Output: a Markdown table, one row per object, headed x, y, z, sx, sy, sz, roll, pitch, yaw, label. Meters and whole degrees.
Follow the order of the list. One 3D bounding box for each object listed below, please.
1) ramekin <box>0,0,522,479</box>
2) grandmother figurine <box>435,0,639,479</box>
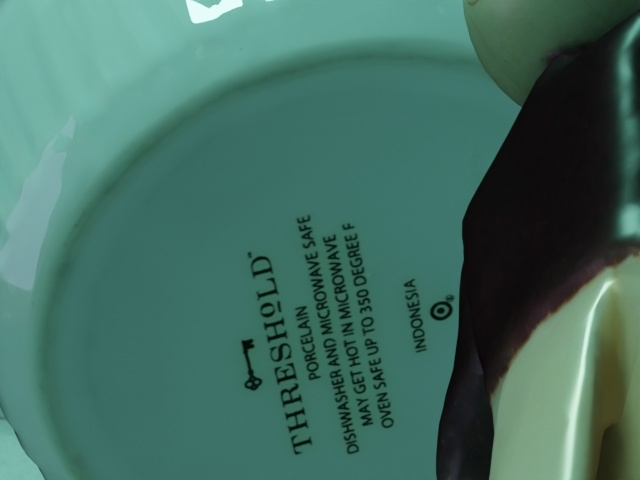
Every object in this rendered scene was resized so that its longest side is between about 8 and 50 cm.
| x | y | z | sx | sy | sz | roll | pitch | yaw | label |
| --- | --- | --- | --- | --- | --- | --- | --- | --- | --- |
| 0.000 | 0.000 | 0.686 | 0.127 | 0.272 | 0.273 | -112 | 21 | -57 | ramekin |
| 0.068 | 0.022 | 0.409 | 0.208 | 0.104 | 0.342 | -42 | 33 | 40 | grandmother figurine |
